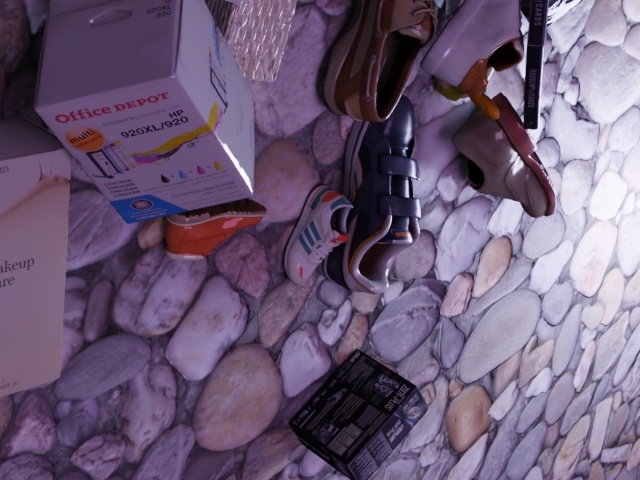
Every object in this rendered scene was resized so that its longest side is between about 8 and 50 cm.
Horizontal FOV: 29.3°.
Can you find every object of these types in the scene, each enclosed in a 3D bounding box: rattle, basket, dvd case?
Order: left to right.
[{"bbox_3d":[-0.102,-0.288,1.547,0.113,0.103,0.167,-1,114,-46],"label":"basket"},{"bbox_3d":[0.283,-0.297,1.944,0.200,0.143,0.130,-37,118,-18],"label":"rattle"},{"bbox_3d":[0.335,-0.308,1.897,0.238,0.029,0.179,73,23,-63],"label":"dvd case"}]

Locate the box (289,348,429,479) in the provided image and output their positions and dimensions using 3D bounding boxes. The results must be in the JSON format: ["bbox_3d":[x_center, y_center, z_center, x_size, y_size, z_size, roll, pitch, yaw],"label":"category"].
[{"bbox_3d":[0.065,0.295,2.057,0.180,0.147,0.077,-47,139,-18],"label":"box"}]

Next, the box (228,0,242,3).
[{"bbox_3d":[-0.137,-0.381,1.431,0.091,0.130,0.170,7,107,-50],"label":"box"}]

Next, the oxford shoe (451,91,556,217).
[{"bbox_3d":[0.316,-0.127,2.129,0.130,0.123,0.348,-31,143,7],"label":"oxford shoe"}]

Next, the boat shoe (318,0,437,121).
[{"bbox_3d":[0.114,-0.317,1.754,0.122,0.120,0.324,9,106,-50],"label":"boat shoe"}]

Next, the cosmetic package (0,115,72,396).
[{"bbox_3d":[-0.388,0.026,1.422,0.160,0.113,0.309,-16,125,-41],"label":"cosmetic package"}]

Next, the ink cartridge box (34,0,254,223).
[{"bbox_3d":[-0.193,-0.162,1.406,0.232,0.171,0.168,59,24,-53],"label":"ink cartridge box"}]

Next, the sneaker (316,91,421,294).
[{"bbox_3d":[0.101,-0.069,1.892,0.126,0.127,0.321,0,111,-46],"label":"sneaker"}]

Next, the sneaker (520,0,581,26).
[{"bbox_3d":[0.422,-0.467,2.038,0.267,0.101,0.106,-47,150,-3],"label":"sneaker"}]

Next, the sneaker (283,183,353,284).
[{"bbox_3d":[0.000,0.000,1.860,0.057,0.075,0.161,10,105,-50],"label":"sneaker"}]

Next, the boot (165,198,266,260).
[{"bbox_3d":[-0.148,-0.017,1.708,0.158,0.059,0.084,-9,123,-35],"label":"boot"}]

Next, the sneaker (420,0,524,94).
[{"bbox_3d":[0.262,-0.322,1.823,0.290,0.123,0.106,-55,178,-27],"label":"sneaker"}]
